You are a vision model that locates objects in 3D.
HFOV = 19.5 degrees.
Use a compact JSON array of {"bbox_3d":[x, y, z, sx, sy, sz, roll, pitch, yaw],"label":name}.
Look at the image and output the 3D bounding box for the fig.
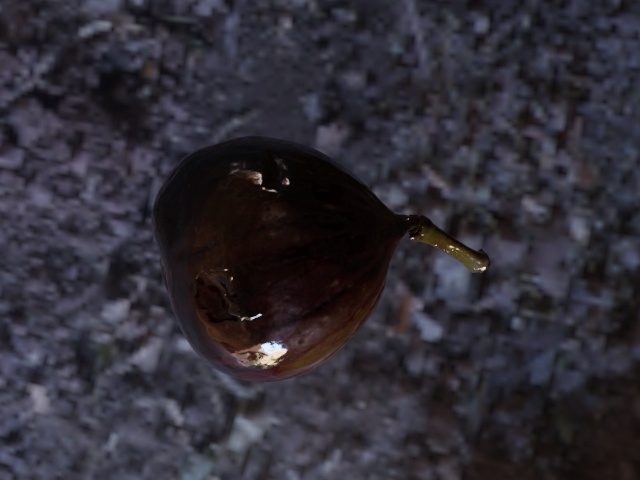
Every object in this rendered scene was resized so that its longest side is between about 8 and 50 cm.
[{"bbox_3d":[-0.008,0.005,1.516,0.186,0.249,0.204,-46,119,-74],"label":"fig"}]
